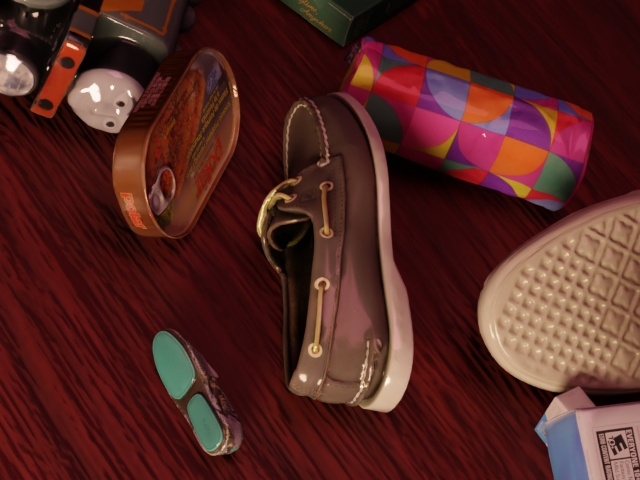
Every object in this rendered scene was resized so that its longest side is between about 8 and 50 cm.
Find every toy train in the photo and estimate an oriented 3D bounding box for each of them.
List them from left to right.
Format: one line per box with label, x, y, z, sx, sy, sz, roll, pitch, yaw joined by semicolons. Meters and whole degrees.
toy train;-0.193;-0.235;1.556;0.190;0.142;0.334;22;45;-13

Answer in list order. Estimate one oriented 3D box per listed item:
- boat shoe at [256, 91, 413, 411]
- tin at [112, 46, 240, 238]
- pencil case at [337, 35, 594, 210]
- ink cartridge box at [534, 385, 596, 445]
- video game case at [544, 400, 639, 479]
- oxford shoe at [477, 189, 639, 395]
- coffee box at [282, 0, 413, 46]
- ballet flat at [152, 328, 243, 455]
boat shoe;0.002;-0.003;1.427;0.091;0.109;0.305;6;52;-21
tin;-0.117;-0.081;1.461;0.040;0.106;0.189;-4;38;26
pencil case;0.122;-0.103;1.567;0.236;0.104;0.104;19;46;-3
ink cartridge box;0.210;0.163;1.393;0.028;0.048;0.083;-19;59;-32
video game case;0.304;0.243;1.279;0.244;0.061;0.269;-5;76;-21
oxford shoe;0.319;0.016;1.521;0.449;0.130;0.169;-20;103;-25
coffee box;0.039;-0.266;1.724;0.113;0.040;0.184;38;48;16
ballet flat;-0.090;0.116;1.343;0.041;0.041;0.114;-13;55;-29
